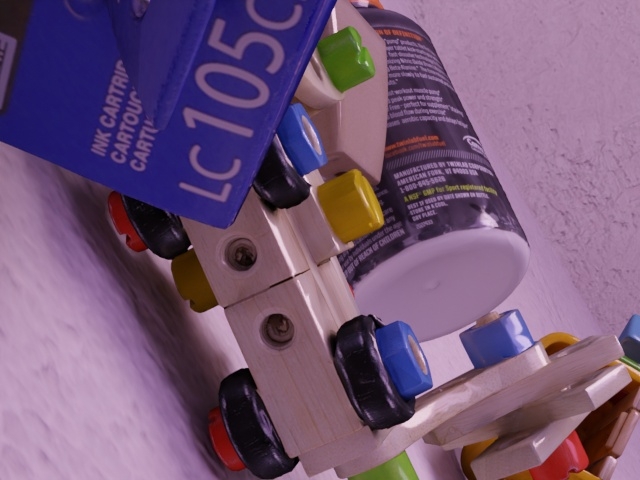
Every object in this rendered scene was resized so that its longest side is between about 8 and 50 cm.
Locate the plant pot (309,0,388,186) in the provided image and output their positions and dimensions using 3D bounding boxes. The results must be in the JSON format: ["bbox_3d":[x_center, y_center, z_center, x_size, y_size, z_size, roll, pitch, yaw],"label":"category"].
[{"bbox_3d":[-0.018,-0.075,0.867,0.109,0.109,0.096,32,44,-66],"label":"plant pot"}]

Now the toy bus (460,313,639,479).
[{"bbox_3d":[0.150,0.140,1.034,0.104,0.202,0.191,30,19,3],"label":"toy bus"}]

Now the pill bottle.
[{"bbox_3d":[0.036,-0.063,0.972,0.130,0.130,0.245,43,22,-56],"label":"pill bottle"}]

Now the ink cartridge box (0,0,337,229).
[{"bbox_3d":[-0.027,-0.198,0.501,0.151,0.270,0.395,23,40,-4],"label":"ink cartridge box"}]

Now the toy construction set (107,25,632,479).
[{"bbox_3d":[0.000,0.000,0.689,0.327,0.151,0.215,51,11,4],"label":"toy construction set"}]
